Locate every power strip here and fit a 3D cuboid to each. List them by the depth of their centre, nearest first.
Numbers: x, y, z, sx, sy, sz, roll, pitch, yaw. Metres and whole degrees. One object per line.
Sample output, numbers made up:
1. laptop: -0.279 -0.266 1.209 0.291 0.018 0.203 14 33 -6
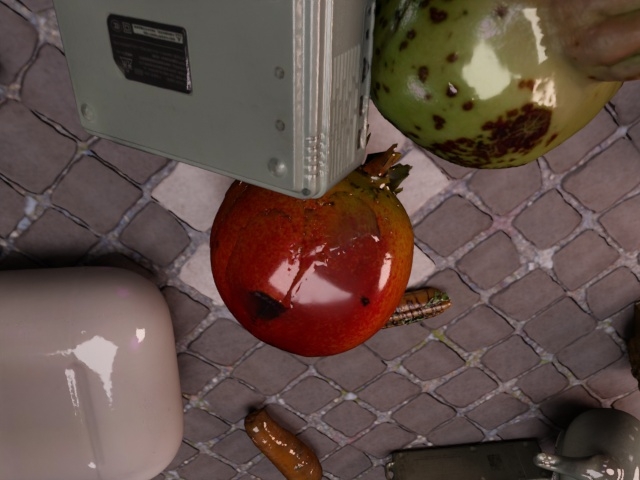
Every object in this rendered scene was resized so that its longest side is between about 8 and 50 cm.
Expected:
1. power strip: 0.240 0.377 0.900 0.272 0.078 0.052 -5 125 -1

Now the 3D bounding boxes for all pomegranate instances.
1. pomegranate: 0.170 -0.152 0.426 0.222 0.276 0.204 -54 142 -11
2. pomegranate: 0.000 0.000 0.555 0.210 0.210 0.235 35 96 -24

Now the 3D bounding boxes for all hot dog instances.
1. hot dog: 0.110 0.091 0.721 0.122 0.037 0.049 -13 127 7

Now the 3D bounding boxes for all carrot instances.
1. carrot: -0.055 0.323 0.854 0.060 0.060 0.186 -27 121 14

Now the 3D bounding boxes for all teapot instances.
1. teapot: 0.425 0.351 0.838 0.129 0.193 0.294 0 160 36

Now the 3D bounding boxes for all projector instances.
1. projector: -0.092 -0.154 0.434 0.256 0.099 0.192 19 127 24

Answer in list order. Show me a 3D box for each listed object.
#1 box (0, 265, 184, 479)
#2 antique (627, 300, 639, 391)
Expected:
1. box: -0.347 0.171 0.663 0.348 0.141 0.289 -2 111 -3
2. antique: 0.502 0.163 0.733 0.147 0.147 0.152 -16 125 10
